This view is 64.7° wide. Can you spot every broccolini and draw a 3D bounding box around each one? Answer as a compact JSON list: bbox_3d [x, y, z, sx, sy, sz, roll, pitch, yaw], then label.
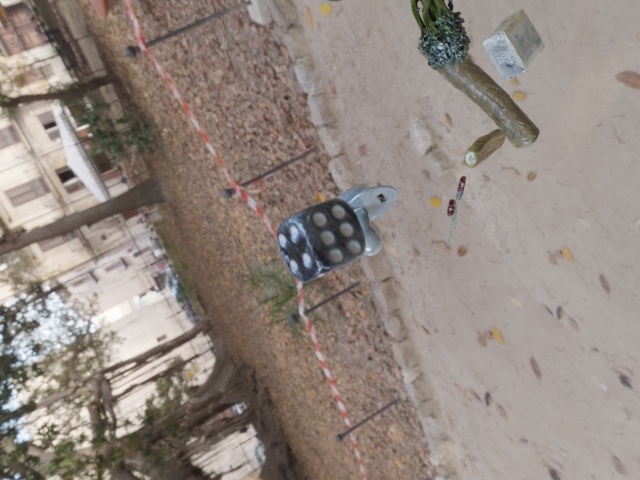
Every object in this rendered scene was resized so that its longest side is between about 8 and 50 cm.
[{"bbox_3d":[0.191,-0.442,0.859,0.074,0.078,0.393,36,-135,-48],"label":"broccolini"}]

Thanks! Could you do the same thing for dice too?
[{"bbox_3d":[0.000,0.000,1.373,0.183,0.181,0.183,-29,86,57],"label":"dice"}]

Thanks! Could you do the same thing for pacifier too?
[{"bbox_3d":[0.138,-0.053,1.657,0.244,0.299,0.233,34,-146,-57],"label":"pacifier"}]

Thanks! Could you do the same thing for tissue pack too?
[{"bbox_3d":[0.592,-0.597,1.549,0.092,0.196,0.148,-21,111,49],"label":"tissue pack"}]

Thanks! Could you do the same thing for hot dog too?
[{"bbox_3d":[0.428,-0.248,1.318,0.047,0.215,0.066,29,133,25],"label":"hot dog"}]

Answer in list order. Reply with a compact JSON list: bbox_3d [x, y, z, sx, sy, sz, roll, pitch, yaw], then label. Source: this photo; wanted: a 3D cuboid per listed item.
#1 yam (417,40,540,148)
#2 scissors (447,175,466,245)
[{"bbox_3d":[0.371,-0.354,1.189,0.357,0.081,0.081,47,163,2],"label":"yam"},{"bbox_3d":[0.431,-0.084,1.631,0.017,0.144,0.248,20,150,22],"label":"scissors"}]
